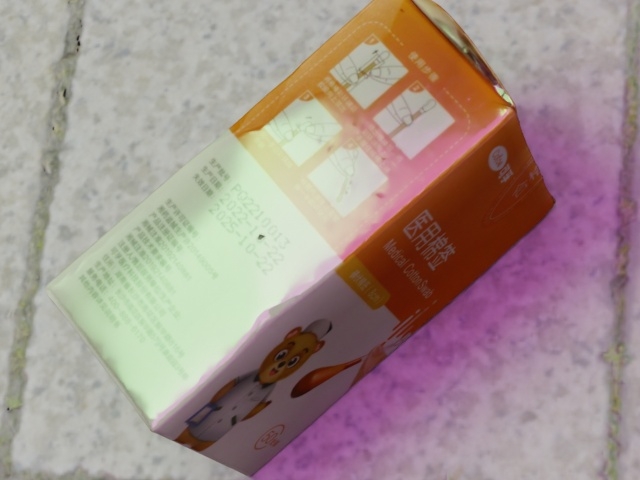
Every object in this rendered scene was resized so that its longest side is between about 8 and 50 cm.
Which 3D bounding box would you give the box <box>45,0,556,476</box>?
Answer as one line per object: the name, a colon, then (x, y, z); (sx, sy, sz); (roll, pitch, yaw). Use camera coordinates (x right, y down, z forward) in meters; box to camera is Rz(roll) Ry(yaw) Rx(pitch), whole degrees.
box: (0.000, 0.000, 1.164); (0.341, 0.225, 0.143); (-42, 67, 0)
